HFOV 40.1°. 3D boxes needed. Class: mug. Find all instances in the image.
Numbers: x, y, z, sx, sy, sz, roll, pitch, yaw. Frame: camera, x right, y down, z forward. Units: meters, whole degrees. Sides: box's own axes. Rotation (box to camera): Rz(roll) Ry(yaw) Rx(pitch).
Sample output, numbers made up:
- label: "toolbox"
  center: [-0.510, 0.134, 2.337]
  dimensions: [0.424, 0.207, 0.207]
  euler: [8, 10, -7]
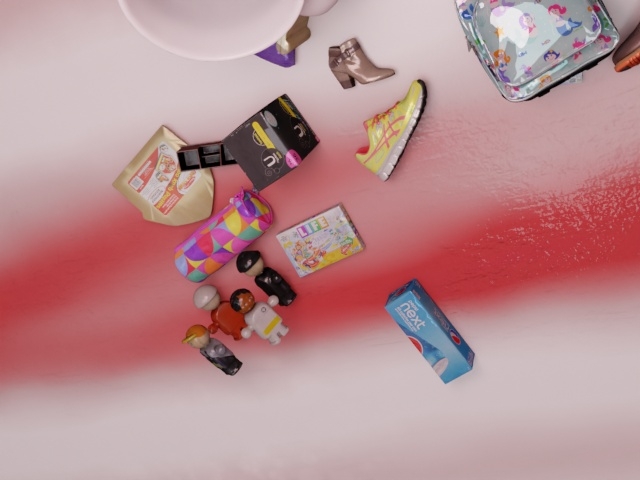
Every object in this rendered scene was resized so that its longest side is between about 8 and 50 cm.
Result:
- label: "mug"
  center: [-0.126, -0.473, 1.368]
  dimensions: [0.374, 0.328, 0.276]
  euler: [17, 136, -26]

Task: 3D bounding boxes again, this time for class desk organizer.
- label: "desk organizer"
  center: [-0.218, -0.169, 1.748]
  dimensions: [0.130, 0.050, 0.047]
  euler: [-7, 106, 6]

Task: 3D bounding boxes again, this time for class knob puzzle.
- label: "knob puzzle"
  center: [-0.302, -0.116, 1.813]
  dimensions: [0.213, 0.030, 0.213]
  euler: [1, 107, 4]

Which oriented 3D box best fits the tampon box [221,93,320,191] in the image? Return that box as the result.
- label: "tampon box"
  center: [-0.091, -0.188, 1.659]
  dimensions: [0.101, 0.161, 0.120]
  euler: [-32, 101, 24]

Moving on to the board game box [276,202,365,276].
- label: "board game box"
  center: [0.000, 0.000, 1.787]
  dimensions: [0.154, 0.026, 0.103]
  euler: [-25, 103, 23]

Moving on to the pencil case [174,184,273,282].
- label: "pencil case"
  center: [-0.201, -0.012, 1.796]
  dimensions: [0.236, 0.104, 0.104]
  euler: [-40, 98, 25]

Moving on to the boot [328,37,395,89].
- label: "boot"
  center: [0.071, -0.332, 1.624]
  dimensions: [0.118, 0.042, 0.087]
  euler: [-12, 106, 19]

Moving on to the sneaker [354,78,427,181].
- label: "sneaker"
  center: [0.128, -0.214, 1.636]
  dimensions: [0.094, 0.081, 0.208]
  euler: [29, 117, 4]

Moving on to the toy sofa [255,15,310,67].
- label: "toy sofa"
  center: [-0.200, -0.432, 1.594]
  dimensions: [0.362, 0.150, 0.177]
  euler: [20, 114, 6]

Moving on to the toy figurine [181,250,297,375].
- label: "toy figurine"
  center: [-0.169, 0.145, 1.790]
  dimensions: [0.213, 0.209, 0.148]
  euler: [-35, 110, 23]

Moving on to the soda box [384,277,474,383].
- label: "soda box"
  center: [0.224, 0.185, 1.783]
  dimensions: [0.071, 0.067, 0.210]
  euler: [-34, 99, 24]

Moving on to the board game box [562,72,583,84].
- label: "board game box"
  center: [0.415, -0.319, 1.549]
  dimensions: [0.090, 0.020, 0.090]
  euler: [-3, 111, 16]

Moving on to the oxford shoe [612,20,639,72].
- label: "oxford shoe"
  center: [0.574, -0.396, 1.448]
  dimensions: [0.098, 0.097, 0.271]
  euler: [48, 112, 14]

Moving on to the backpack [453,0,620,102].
- label: "backpack"
  center: [0.344, -0.377, 1.449]
  dimensions: [0.225, 0.191, 0.253]
  euler: [-29, 87, 19]
